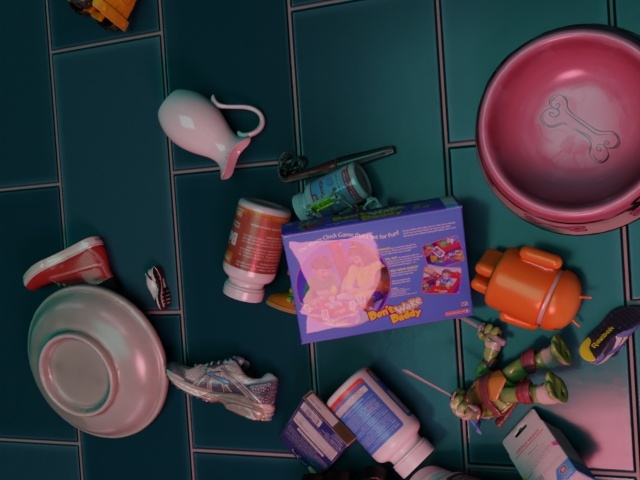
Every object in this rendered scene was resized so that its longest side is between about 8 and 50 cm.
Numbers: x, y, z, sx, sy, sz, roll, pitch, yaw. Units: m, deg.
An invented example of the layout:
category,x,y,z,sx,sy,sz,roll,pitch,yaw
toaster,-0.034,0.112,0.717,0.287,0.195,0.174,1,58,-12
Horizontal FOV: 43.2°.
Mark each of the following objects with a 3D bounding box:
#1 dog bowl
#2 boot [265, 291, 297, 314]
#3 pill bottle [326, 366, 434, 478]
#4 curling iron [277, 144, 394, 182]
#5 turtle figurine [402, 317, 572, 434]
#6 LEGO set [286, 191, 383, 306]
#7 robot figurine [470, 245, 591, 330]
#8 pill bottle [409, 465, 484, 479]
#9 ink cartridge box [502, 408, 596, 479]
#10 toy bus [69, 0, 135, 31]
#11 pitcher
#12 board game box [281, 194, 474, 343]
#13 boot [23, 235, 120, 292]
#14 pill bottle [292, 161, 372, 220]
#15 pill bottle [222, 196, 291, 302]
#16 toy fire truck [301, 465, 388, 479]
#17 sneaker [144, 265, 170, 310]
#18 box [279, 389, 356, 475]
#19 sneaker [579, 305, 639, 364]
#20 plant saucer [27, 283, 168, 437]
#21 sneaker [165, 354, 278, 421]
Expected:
category,x,y,z,sx,sy,sz,roll,pitch,yaw
dog bowl,0.474,-0.210,1.497,0.408,0.150,0.407,1,93,22
boot,0.033,0.065,1.731,0.295,0.104,0.211,6,90,18
pill bottle,0.128,0.382,1.685,0.221,0.124,0.124,46,108,15
curling iron,0.027,-0.174,1.746,0.274,0.035,0.068,-7,90,23
turtle figurine,0.321,0.244,1.541,0.266,0.198,0.274,-22,89,38
LEGO set,0.000,0.000,1.656,0.287,0.107,0.132,-44,51,8
robot figurine,0.404,0.095,1.555,0.219,0.128,0.158,24,94,21
pill bottle,0.297,0.541,1.547,0.283,0.161,0.161,8,97,57
ink cartridge box,0.438,0.426,1.563,0.062,0.181,0.104,29,108,-26
toy bus,-0.523,-0.632,1.903,0.220,0.149,0.211,30,90,21
pitcher,-0.245,-0.266,1.820,0.207,0.125,0.177,38,85,6
board game box,0.113,0.058,1.591,0.347,0.078,0.233,-9,109,0
boot,-0.617,0.116,2.005,0.244,0.088,0.176,-25,85,18
pill bottle,0.023,-0.098,1.723,0.160,0.087,0.087,-25,83,22
pill bottle,-0.146,0.021,1.782,0.121,0.121,0.216,18,99,21
toy fire truck,0.083,0.614,1.725,0.217,0.246,0.158,-14,46,21
sneaker,-0.392,0.117,1.939,0.044,0.040,0.109,-18,82,39
box,-0.012,0.426,1.752,0.136,0.036,0.225,45,143,14
sneaker,0.557,0.182,1.539,0.144,0.059,0.053,-41,45,4
plant saucer,-0.562,0.307,1.944,0.401,0.100,0.400,5,105,20
sneaker,-0.220,0.317,1.854,0.283,0.110,0.122,17,81,18
